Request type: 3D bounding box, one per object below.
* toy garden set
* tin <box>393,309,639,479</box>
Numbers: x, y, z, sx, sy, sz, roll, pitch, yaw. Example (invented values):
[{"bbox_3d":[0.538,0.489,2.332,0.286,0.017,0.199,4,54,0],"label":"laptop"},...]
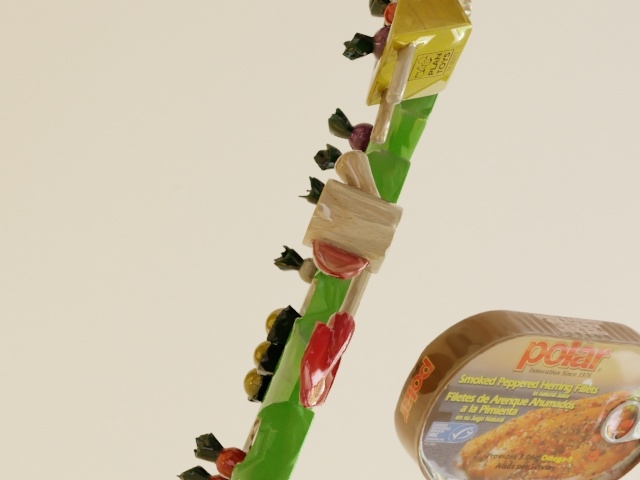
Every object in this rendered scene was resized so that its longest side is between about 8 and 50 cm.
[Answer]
[{"bbox_3d":[0.000,0.000,0.591,0.049,0.204,0.244,22,-126,0],"label":"toy garden set"},{"bbox_3d":[0.125,0.092,0.792,0.190,0.040,0.106,9,-62,-36],"label":"tin"}]
